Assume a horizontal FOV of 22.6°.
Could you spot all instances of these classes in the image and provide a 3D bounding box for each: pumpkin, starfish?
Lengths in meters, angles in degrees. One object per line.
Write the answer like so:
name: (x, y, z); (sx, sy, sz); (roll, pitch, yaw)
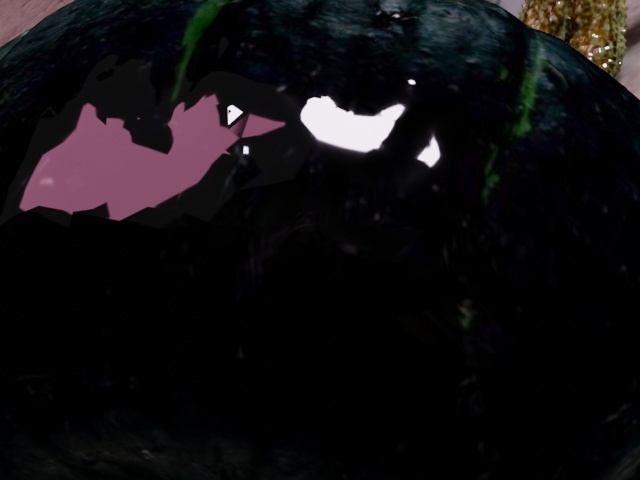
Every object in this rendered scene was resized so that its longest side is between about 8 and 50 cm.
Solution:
pumpkin: (0.003, 0.036, 0.585); (0.315, 0.315, 0.238); (-23, 25, 29)
starfish: (0.146, -0.157, 0.956); (0.217, 0.050, 0.223); (8, 63, 27)

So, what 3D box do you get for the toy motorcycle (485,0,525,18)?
toy motorcycle: (0.033, -0.141, 1.082); (0.223, 0.108, 0.341); (-5, 47, 40)
